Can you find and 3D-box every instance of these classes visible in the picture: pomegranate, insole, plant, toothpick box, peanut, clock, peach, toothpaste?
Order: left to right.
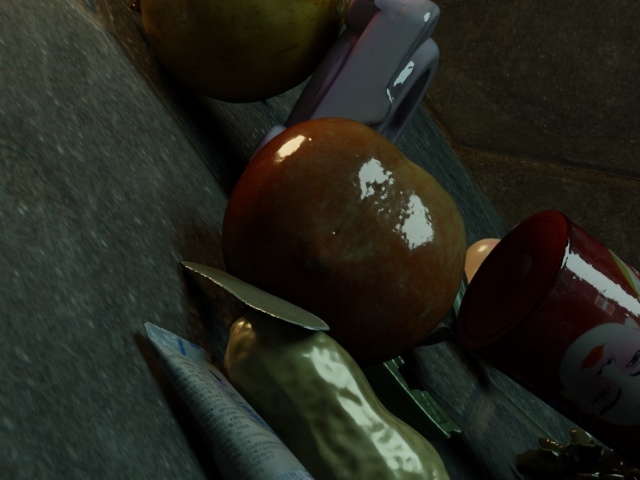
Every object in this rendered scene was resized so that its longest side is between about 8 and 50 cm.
[{"bbox_3d":[-0.099,-0.286,1.896,0.264,0.264,0.264,51,13,-17],"label":"pomegranate"},{"bbox_3d":[-0.059,0.049,1.443,0.080,0.003,0.232,14,6,-32],"label":"insole"},{"bbox_3d":[-0.046,0.186,1.277,0.299,0.073,0.114,52,10,29],"label":"toothpaste"},{"bbox_3d":[0.009,0.169,1.403,0.256,0.123,0.123,48,13,-4],"label":"peanut"},{"bbox_3d":[0.019,0.007,1.588,0.252,0.252,0.252,51,13,-17],"label":"peach"},{"bbox_3d":[0.038,-0.153,1.933,0.113,0.295,0.322,32,-3,6],"label":"clock"},{"bbox_3d":[0.356,0.136,1.965,0.333,0.204,0.204,35,18,-17],"label":"toothpick box"},{"bbox_3d":[0.417,0.357,2.172,0.215,0.213,0.312,37,12,-49],"label":"plant"}]

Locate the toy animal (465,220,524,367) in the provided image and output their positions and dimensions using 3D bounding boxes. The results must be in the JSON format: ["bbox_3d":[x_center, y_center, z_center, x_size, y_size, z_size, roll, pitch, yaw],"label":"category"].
[{"bbox_3d":[0.280,0.098,2.439,0.210,0.229,0.221,27,-29,0],"label":"toy animal"}]

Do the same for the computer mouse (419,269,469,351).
[{"bbox_3d":[0.103,0.059,2.004,0.389,0.115,0.199,11,58,-70],"label":"computer mouse"}]

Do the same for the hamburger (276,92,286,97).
[{"bbox_3d":[-0.096,-0.255,2.264,0.121,0.054,0.084,47,10,-39],"label":"hamburger"}]

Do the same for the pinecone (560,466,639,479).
[{"bbox_3d":[0.345,0.371,1.951,0.208,0.208,0.208,51,13,-17],"label":"pinecone"}]

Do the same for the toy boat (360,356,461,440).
[{"bbox_3d":[0.058,0.114,1.847,0.293,0.055,0.093,58,14,12],"label":"toy boat"}]
